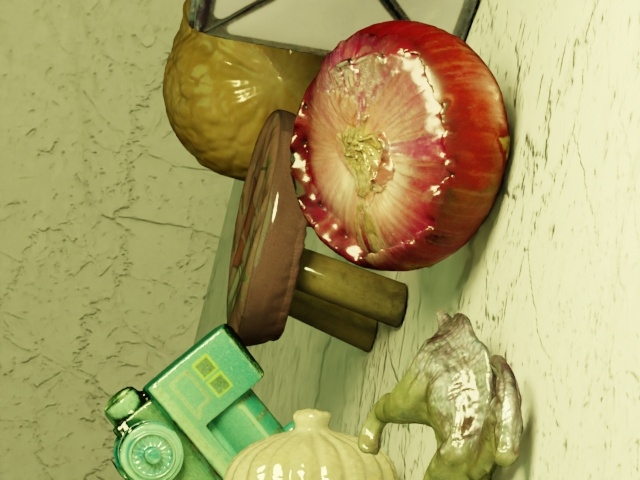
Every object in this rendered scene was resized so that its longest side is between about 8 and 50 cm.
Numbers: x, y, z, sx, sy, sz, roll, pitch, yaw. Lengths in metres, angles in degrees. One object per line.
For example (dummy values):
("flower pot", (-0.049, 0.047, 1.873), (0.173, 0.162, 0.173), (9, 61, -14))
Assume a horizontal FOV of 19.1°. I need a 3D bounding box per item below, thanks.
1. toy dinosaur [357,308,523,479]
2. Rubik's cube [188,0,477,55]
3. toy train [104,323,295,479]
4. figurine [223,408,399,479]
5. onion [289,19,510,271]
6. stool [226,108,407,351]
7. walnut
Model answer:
("toy dinosaur", (0.114, 0.148, 1.592), (0.294, 0.077, 0.162), (44, 119, 63))
("Rubik's cube", (0.034, -0.390, 2.036), (0.307, 0.310, 0.305), (-89, 10, -46))
("toy train", (-0.090, 0.250, 2.038), (0.194, 0.298, 0.120), (-40, 3, -11))
("figurine", (-0.028, 0.337, 1.897), (0.204, 0.185, 0.332), (44, 125, 40))
("onion", (0.077, -0.090, 1.775), (0.161, 0.248, 0.248), (-30, -34, -47))
("stool", (0.000, 0.000, 2.138), (0.272, 0.179, 0.272), (-169, 90, -81))
("walnut", (-0.064, -0.221, 2.521), (0.333, 0.333, 0.332), (-169, 90, -81))
